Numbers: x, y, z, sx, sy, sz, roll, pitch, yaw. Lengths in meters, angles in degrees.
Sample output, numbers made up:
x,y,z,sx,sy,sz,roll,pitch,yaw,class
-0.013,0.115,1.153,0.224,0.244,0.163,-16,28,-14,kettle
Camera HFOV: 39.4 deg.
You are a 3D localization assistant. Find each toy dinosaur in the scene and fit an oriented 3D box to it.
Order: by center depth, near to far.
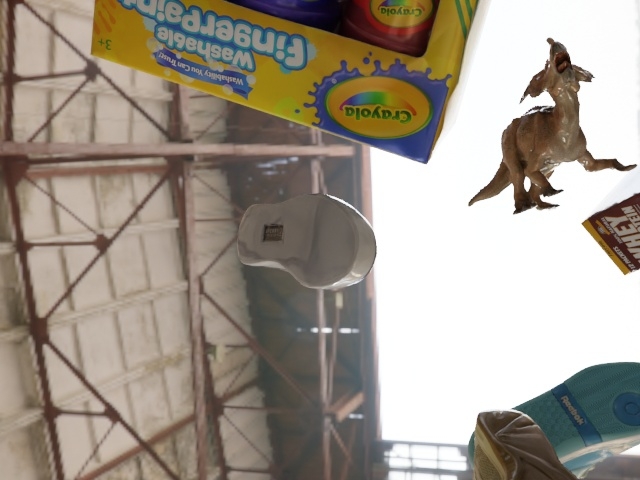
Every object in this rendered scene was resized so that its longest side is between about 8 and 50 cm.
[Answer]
x,y,z,sx,sy,sz,roll,pitch,yaw,class
0.315,-0.153,1.288,0.127,0.295,0.200,-12,-103,-31,toy dinosaur

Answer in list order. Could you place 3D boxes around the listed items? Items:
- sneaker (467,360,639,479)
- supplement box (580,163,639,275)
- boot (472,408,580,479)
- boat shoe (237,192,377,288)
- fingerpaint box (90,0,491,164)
x,y,z,sx,sy,sz,roll,pitch,yaw,class
0.378,0.300,1.310,0.208,0.319,0.127,67,-176,-48,sneaker
0.609,-0.065,1.580,0.191,0.194,0.129,-41,-89,-29,supplement box
0.212,0.333,0.962,0.262,0.095,0.203,-111,26,-66,boot
0.000,0.000,0.920,0.084,0.258,0.095,10,-87,-28,boat shoe
-0.022,-0.338,1.020,0.163,0.445,0.371,-52,-21,-58,fingerpaint box
